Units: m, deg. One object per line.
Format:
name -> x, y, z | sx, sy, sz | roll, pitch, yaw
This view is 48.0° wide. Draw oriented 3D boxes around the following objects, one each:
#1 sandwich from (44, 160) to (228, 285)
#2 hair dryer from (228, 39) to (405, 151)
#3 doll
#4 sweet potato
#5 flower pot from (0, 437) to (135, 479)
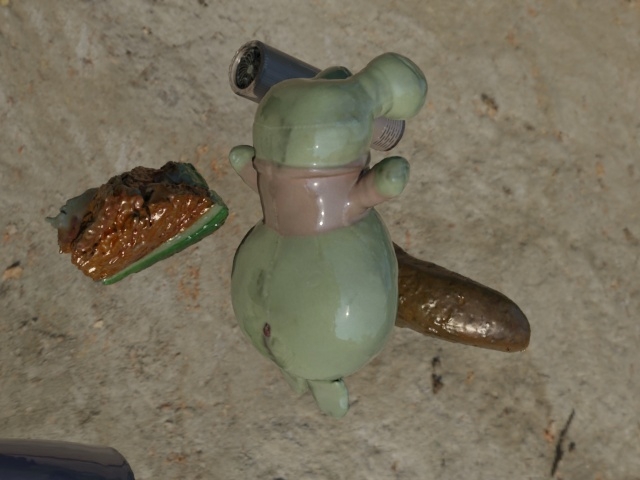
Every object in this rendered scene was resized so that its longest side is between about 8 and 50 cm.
sandwich -> -0.212, -0.038, 0.836 | 0.185, 0.160, 0.109 | -30, 74, -7
hair dryer -> -0.021, -0.054, 0.691 | 0.195, 0.053, 0.220 | 16, 91, -43
doll -> -0.008, -0.003, 0.521 | 0.113, 0.155, 0.275 | -2, 105, -52
sweet potato -> 0.074, 0.043, 0.830 | 0.341, 0.092, 0.114 | 30, 31, 27
flower pot -> -0.352, 0.314, 0.735 | 0.243, 0.265, 0.265 | 40, 51, -49
